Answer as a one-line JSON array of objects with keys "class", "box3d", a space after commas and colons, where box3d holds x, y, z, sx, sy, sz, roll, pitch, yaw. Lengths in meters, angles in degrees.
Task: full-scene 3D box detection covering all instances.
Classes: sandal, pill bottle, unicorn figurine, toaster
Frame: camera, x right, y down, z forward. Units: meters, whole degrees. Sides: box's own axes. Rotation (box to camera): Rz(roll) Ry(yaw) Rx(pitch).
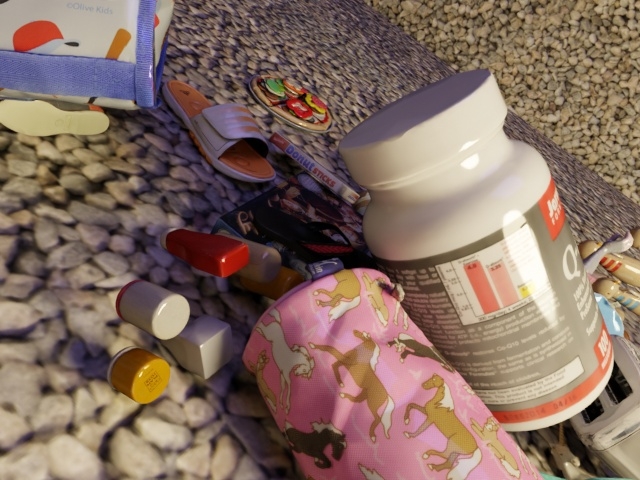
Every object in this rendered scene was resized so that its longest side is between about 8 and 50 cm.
[{"class": "sandal", "box3d": [0.000, 0.000, 0.664, 0.179, 0.040, 0.067, 28, 33, -11]}, {"class": "pill bottle", "box3d": [0.174, 0.015, 0.588, 0.363, 0.210, 0.210, 61, 26, -19]}, {"class": "sandal", "box3d": [-0.162, -0.195, 0.821, 0.265, 0.076, 0.102, 47, 35, 19]}, {"class": "unicorn figurine", "box3d": [0.345, 0.313, 0.640, 0.162, 0.060, 0.111, 36, 20, -25]}, {"class": "toaster", "box3d": [0.397, 0.224, 0.648, 0.146, 0.129, 0.227, 40, 24, -3]}]

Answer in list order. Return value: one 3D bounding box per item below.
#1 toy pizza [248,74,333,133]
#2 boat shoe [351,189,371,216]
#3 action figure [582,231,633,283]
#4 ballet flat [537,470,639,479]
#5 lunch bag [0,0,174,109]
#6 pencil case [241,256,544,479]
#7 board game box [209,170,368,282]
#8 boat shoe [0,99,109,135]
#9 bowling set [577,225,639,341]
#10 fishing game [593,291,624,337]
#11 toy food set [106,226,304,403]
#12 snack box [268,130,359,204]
[{"class": "toy pizza", "box3d": [-0.056, -0.297, 1.094, 0.201, 0.032, 0.201, 23, 34, -17]}, {"class": "boat shoe", "box3d": [0.142, -0.034, 0.909, 0.190, 0.068, 0.072, 4, 54, -25]}, {"class": "action figure", "box3d": [0.320, 0.047, 0.836, 0.370, 0.248, 0.276, 46, 62, -29]}, {"class": "ballet flat", "box3d": [0.255, 0.285, 0.525, 0.247, 0.083, 0.087, 9, 42, 3]}, {"class": "lunch bag", "box3d": [-0.332, -0.289, 0.576, 0.327, 0.239, 0.385, 2, 49, -15]}, {"class": "pencil case", "box3d": [0.091, 0.196, 0.454, 0.160, 0.167, 0.386, -2, 47, -53]}, {"class": "board game box", "box3d": [-0.022, -0.007, 0.733, 0.165, 0.042, 0.243, 39, 32, 6]}, {"class": "boat shoe", "box3d": [-0.336, -0.161, 0.647, 0.043, 0.049, 0.137, 47, 32, 24]}, {"class": "bowling set", "box3d": [0.550, 0.099, 0.996, 0.154, 0.287, 0.200, 26, 66, -1]}, {"class": "fishing game", "box3d": [0.399, 0.167, 0.776, 0.264, 0.189, 0.041, 35, -11, -15]}, {"class": "toy food set", "box3d": [-0.126, 0.052, 0.516, 0.104, 0.111, 0.232, 16, 33, 32]}, {"class": "snack box", "box3d": [-0.012, -0.123, 0.863, 0.178, 0.022, 0.064, 42, 9, 32]}]
